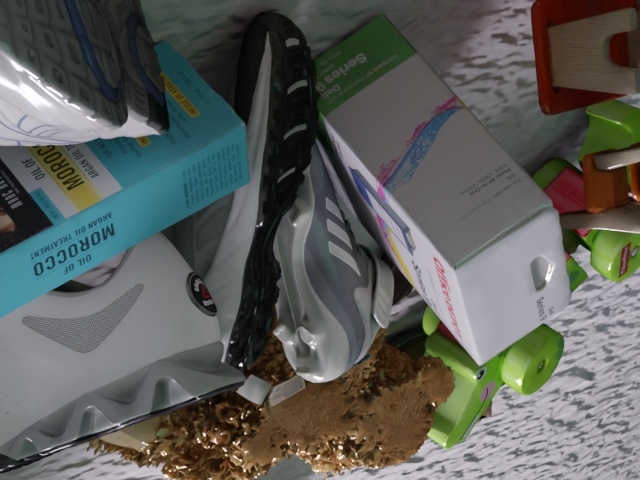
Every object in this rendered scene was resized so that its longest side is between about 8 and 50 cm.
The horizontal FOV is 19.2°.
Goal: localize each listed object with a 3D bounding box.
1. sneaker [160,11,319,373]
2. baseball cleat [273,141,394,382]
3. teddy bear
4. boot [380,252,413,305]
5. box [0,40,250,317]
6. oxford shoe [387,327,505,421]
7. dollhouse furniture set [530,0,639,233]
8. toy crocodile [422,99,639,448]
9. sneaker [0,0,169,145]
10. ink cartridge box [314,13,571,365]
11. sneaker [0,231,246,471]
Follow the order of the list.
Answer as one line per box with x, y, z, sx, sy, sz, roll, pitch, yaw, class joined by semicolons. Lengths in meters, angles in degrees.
-0.074;-0.031;1.326;0.100;0.108;0.271;-31;140;-67;sneaker
0.000;0.000;1.425;0.109;0.072;0.205;-22;113;-46;baseball cleat
-0.047;0.108;1.541;0.338;0.113;0.245;-6;125;-36;teddy bear
0.094;0.011;1.623;0.106;0.037;0.114;9;120;-37;boot
-0.173;-0.031;1.212;0.244;0.100;0.060;-30;146;-21;box
0.110;0.129;1.733;0.227;0.096;0.082;-27;148;-20;oxford shoe
0.229;-0.150;1.426;0.259;0.135;0.262;-15;103;-52;dollhouse furniture set
0.183;0.028;1.651;0.340;0.115;0.105;-52;150;1;toy crocodile
-0.169;-0.093;1.049;0.129;0.111;0.297;-14;172;5;sneaker
0.083;-0.036;1.381;0.093;0.212;0.154;-36;149;-8;ink cartridge box
-0.226;0.090;1.310;0.331;0.146;0.122;-22;177;8;sneaker
